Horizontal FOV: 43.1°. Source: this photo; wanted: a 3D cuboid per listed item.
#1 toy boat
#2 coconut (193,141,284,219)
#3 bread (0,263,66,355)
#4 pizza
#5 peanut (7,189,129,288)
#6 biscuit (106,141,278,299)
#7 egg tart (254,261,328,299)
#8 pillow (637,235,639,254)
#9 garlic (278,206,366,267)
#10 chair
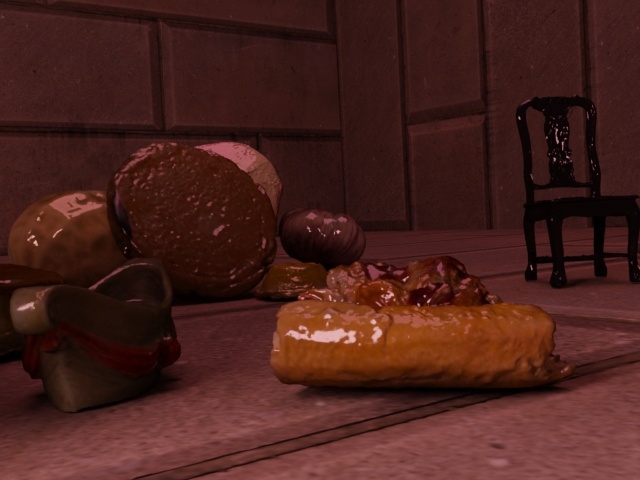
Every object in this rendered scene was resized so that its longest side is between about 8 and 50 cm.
[{"bbox_3d":[-0.124,0.051,0.464,0.089,0.071,0.185,-2,3,6],"label":"toy boat"},{"bbox_3d":[-0.170,-0.053,1.396,0.233,0.233,0.245,-3,1,3],"label":"coconut"},{"bbox_3d":[-0.273,0.055,0.619,0.140,0.069,0.127,0,2,36],"label":"bread"},{"bbox_3d":[0.059,0.042,0.478,0.154,0.069,0.194,-4,3,6],"label":"pizza"},{"bbox_3d":[-0.234,0.006,1.030,0.305,0.147,0.147,-5,3,-30],"label":"peanut"},{"bbox_3d":[-0.152,-0.026,0.980,0.225,0.226,0.042,-4,-31,-33],"label":"biscuit"},{"bbox_3d":[-0.027,0.046,0.941,0.105,0.039,0.105,-1,2,0],"label":"egg tart"},{"bbox_3d":[0.449,0.016,0.846,0.169,0.059,0.255,-3,0,-2],"label":"pillow"},{"bbox_3d":[0.000,0.000,1.379,0.159,0.102,0.147,12,-4,33],"label":"garlic"},{"bbox_3d":[0.296,-0.064,0.945,0.106,0.229,0.113,-4,-1,-5],"label":"chair"}]
